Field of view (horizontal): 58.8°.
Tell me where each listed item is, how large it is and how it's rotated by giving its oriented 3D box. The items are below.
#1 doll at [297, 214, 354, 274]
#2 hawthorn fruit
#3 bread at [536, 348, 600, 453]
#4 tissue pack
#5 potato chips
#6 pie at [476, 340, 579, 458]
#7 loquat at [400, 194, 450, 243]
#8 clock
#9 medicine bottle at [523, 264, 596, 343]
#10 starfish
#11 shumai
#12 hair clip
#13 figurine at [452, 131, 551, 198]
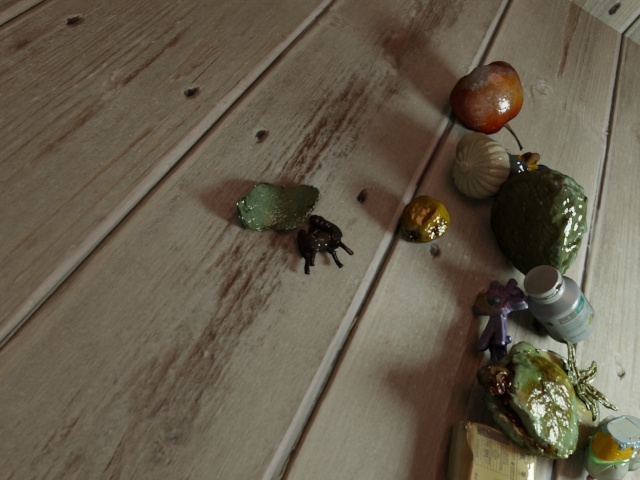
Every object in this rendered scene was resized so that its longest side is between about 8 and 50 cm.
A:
[{"bbox_3d":[0.000,0.000,1.417,0.138,0.057,0.165,-9,54,-26],"label":"doll"},{"bbox_3d":[0.547,-0.462,1.876,0.231,0.263,0.235,-1,39,19],"label":"hawthorn fruit"},{"bbox_3d":[0.575,0.395,1.408,0.266,0.040,0.267,12,54,-17],"label":"bread"},{"bbox_3d":[0.362,0.511,1.207,0.186,0.090,0.222,22,51,-6],"label":"tissue pack"},{"bbox_3d":[-0.108,-0.096,1.434,0.228,0.059,0.167,-4,54,-20],"label":"potato chips"},{"bbox_3d":[0.492,0.366,1.295,0.274,0.105,0.257,-17,66,-43],"label":"pie"},{"bbox_3d":[0.280,-0.054,1.541,0.137,0.113,0.138,3,79,-17],"label":"loquat"},{"bbox_3d":[0.696,0.490,1.333,0.230,0.144,0.103,-3,31,-33],"label":"clock"},{"bbox_3d":[0.613,0.162,1.472,0.215,0.135,0.135,45,44,-32],"label":"medicine bottle"},{"bbox_3d":[0.663,0.341,1.426,0.175,0.053,0.208,-15,72,-42],"label":"starfish"},{"bbox_3d":[0.663,-0.079,1.587,0.288,0.330,0.292,-16,41,-20],"label":"shumai"},{"bbox_3d":[0.461,0.194,1.452,0.090,0.136,0.279,49,43,-34],"label":"hair clip"},{"bbox_3d":[0.557,-0.200,1.714,0.331,0.185,0.204,15,18,-8],"label":"figurine"}]
